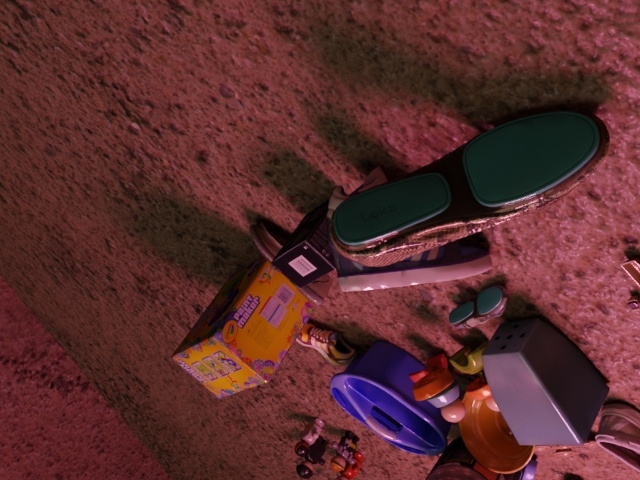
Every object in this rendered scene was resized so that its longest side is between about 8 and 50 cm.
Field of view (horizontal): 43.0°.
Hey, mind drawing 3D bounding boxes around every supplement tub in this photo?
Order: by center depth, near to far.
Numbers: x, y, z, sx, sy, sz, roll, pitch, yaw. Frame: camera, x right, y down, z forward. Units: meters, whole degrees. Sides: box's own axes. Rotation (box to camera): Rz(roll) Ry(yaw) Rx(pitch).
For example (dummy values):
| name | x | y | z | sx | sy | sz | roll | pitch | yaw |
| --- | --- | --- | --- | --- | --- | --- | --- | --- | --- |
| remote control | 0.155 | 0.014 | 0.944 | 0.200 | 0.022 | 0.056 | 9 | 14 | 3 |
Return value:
| name | x | y | z | sx | sy | sz | roll | pitch | yaw |
| --- | --- | --- | --- | --- | --- | --- | --- | --- | --- |
| supplement tub | 0.359 | 0.615 | 2.001 | 0.193 | 0.316 | 0.194 | 3 | 98 | 23 |

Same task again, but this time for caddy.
| name | x | y | z | sx | sy | sz | roll | pitch | yaw |
| --- | --- | --- | --- | --- | --- | --- | --- | --- | --- |
| caddy | 0.187 | 0.421 | 2.090 | 0.341 | 0.179 | 0.241 | 37 | 146 | -4 |

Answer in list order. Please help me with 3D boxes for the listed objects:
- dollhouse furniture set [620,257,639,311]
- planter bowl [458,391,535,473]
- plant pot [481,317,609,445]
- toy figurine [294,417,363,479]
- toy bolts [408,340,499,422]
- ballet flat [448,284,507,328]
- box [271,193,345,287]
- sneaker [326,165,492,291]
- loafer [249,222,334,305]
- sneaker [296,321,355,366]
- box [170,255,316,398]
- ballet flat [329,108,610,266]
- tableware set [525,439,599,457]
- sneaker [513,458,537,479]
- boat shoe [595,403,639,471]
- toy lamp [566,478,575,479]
| name | x | y | z | sx | sy | sz | roll | pitch | yaw |
| --- | --- | --- | --- | --- | --- | --- | --- | --- | --- |
| dollhouse furniture set | 0.554 | 0.097 | 1.441 | 0.114 | 0.081 | 0.091 | 44 | 146 | -15 |
| planter bowl | 0.440 | 0.434 | 1.929 | 0.217 | 0.090 | 0.217 | 5 | 97 | 47 |
| plant pot | 0.455 | 0.287 | 1.709 | 0.165 | 0.165 | 0.234 | -17 | 114 | 50 |
| toy figurine | 0.021 | 0.694 | 2.611 | 0.213 | 0.148 | 0.210 | 20 | 145 | 22 |
| toy bolts | 0.306 | 0.358 | 1.873 | 0.159 | 0.218 | 0.228 | 59 | 152 | 0 |
| ballet flat | 0.348 | 0.143 | 1.711 | 0.070 | 0.070 | 0.188 | 41 | 148 | -10 |
| box | 0.000 | 0.000 | 1.725 | 0.093 | 0.158 | 0.156 | 42 | 147 | -11 |
| sneaker | 0.169 | -0.033 | 1.571 | 0.322 | 0.236 | 0.130 | -7 | 177 | -13 |
| loafer | -0.067 | 0.043 | 1.925 | 0.251 | 0.087 | 0.094 | 45 | 174 | 3 |
| sneaker | 0.007 | 0.256 | 2.144 | 0.185 | 0.070 | 0.084 | 34 | 139 | -11 |
| box | -0.185 | 0.215 | 2.042 | 0.177 | 0.290 | 0.279 | 42 | 146 | -12 |
| ballet flat | 0.251 | -0.074 | 1.367 | 0.482 | 0.164 | 0.182 | -22 | 152 | 21 |
| tableware set | 0.574 | 0.490 | 1.914 | 0.168 | 0.020 | 0.141 | 9 | 154 | -25 |
| sneaker | 0.501 | 0.628 | 2.170 | 0.090 | 0.081 | 0.232 | 23 | 147 | 4 |
| boat shoe | 0.727 | 0.485 | 1.770 | 0.320 | 0.103 | 0.118 | 41 | 147 | -11 |
| toy lamp | 0.678 | 0.718 | 2.140 | 0.080 | 0.080 | 0.275 | 8 | 141 | 34 |
